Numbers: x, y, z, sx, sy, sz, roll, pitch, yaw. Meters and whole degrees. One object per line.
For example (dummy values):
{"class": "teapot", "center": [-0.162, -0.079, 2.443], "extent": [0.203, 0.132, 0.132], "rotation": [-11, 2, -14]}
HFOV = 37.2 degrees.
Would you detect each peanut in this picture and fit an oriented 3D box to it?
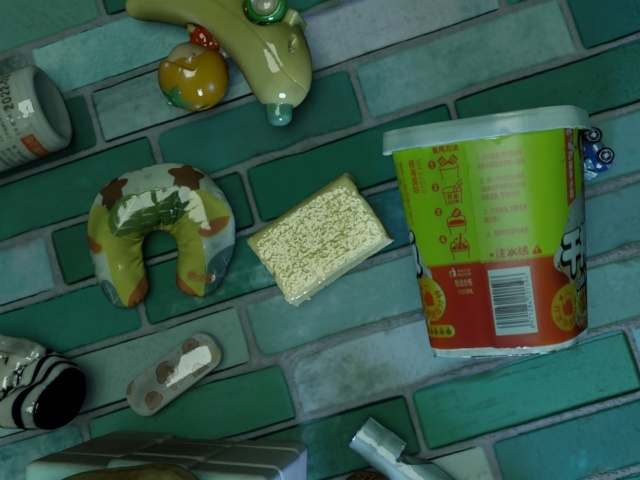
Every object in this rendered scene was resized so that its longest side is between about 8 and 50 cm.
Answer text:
{"class": "peanut", "center": [-0.239, 0.314, 1.091], "extent": [0.226, 0.095, 0.108], "rotation": [-7, 80, 8]}

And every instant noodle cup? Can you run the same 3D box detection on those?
{"class": "instant noodle cup", "center": [0.240, -0.009, 1.290], "extent": [0.294, 0.294, 0.307], "rotation": [-6, 91, 8]}

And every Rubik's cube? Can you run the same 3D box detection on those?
{"class": "Rubik's cube", "center": [-0.197, 0.439, 1.283], "extent": [0.316, 0.319, 0.321], "rotation": [1, 86, 9]}

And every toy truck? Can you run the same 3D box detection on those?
{"class": "toy truck", "center": [0.377, -0.122, 1.384], "extent": [0.090, 0.056, 0.073], "rotation": [-30, 85, 17]}

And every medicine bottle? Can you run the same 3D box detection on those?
{"class": "medicine bottle", "center": [-0.528, -0.166, 1.475], "extent": [0.252, 0.144, 0.144], "rotation": [-18, 83, 8]}

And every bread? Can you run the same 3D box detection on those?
{"class": "bread", "center": [0.001, 0.000, 1.418], "extent": [0.188, 0.068, 0.125], "rotation": [-34, 81, 3]}

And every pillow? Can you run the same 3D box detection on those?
{"class": "pillow", "center": [-0.243, -0.010, 1.455], "extent": [0.233, 0.086, 0.214], "rotation": [-7, 95, 5]}

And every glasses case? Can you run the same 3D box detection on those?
{"class": "glasses case", "center": [-0.223, 0.204, 1.446], "extent": [0.164, 0.041, 0.063], "rotation": [-37, 81, 3]}

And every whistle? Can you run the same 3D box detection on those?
{"class": "whistle", "center": [0.177, 0.367, 1.364], "extent": [0.312, 0.062, 0.062], "rotation": [37, 91, 9]}

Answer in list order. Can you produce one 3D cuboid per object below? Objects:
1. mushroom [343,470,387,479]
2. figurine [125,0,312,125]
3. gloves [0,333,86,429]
{"class": "mushroom", "center": [0.066, 0.395, 1.365], "extent": [0.109, 0.085, 0.126], "rotation": [-13, 80, 8]}
{"class": "figurine", "center": [-0.160, -0.293, 1.446], "extent": [0.325, 0.124, 0.222], "rotation": [25, 92, 13]}
{"class": "gloves", "center": [-0.467, 0.214, 1.453], "extent": [0.219, 0.131, 0.140], "rotation": [12, 88, 40]}
